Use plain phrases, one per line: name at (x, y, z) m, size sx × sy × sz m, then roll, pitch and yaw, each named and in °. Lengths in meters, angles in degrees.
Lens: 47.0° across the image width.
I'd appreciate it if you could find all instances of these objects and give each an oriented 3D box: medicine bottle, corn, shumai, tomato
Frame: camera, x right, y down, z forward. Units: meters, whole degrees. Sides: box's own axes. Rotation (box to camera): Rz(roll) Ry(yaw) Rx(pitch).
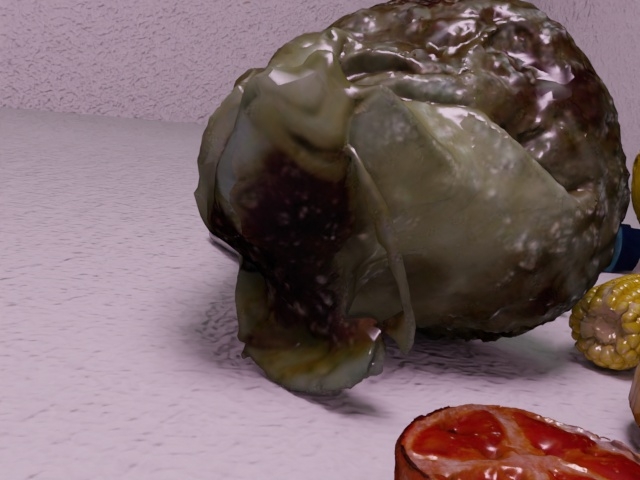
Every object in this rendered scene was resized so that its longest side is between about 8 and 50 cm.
medicine bottle at (0.414, -0.015, 1.273) m, size 0.124 × 0.079 × 0.258 m, roll -4°, pitch 18°, yaw -34°
corn at (0.362, 0.081, 0.818) m, size 0.093 × 0.093 × 0.244 m, roll 21°, pitch 18°, yaw 40°
shumai at (0.046, -0.065, 0.661) m, size 0.395 × 0.395 × 0.348 m, roll 18°, pitch 14°, yaw 31°
tomato at (0.117, 0.153, 0.414) m, size 0.156 × 0.069 × 0.155 m, roll 7°, pitch 11°, yaw -1°

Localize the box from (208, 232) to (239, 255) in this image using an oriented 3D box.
box at (0.000, 0.000, 1.013) m, size 0.285 × 0.044 × 0.142 m, roll 1°, pitch 14°, yaw -30°

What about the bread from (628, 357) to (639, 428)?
bread at (0.349, 0.127, 0.515) m, size 0.204 × 0.156 × 0.288 m, roll 0°, pitch 17°, yaw -6°

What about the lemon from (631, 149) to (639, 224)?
lemon at (0.698, -0.076, 1.190) m, size 0.387 × 0.350 × 0.350 m, roll 39°, pitch -2°, yaw -30°
